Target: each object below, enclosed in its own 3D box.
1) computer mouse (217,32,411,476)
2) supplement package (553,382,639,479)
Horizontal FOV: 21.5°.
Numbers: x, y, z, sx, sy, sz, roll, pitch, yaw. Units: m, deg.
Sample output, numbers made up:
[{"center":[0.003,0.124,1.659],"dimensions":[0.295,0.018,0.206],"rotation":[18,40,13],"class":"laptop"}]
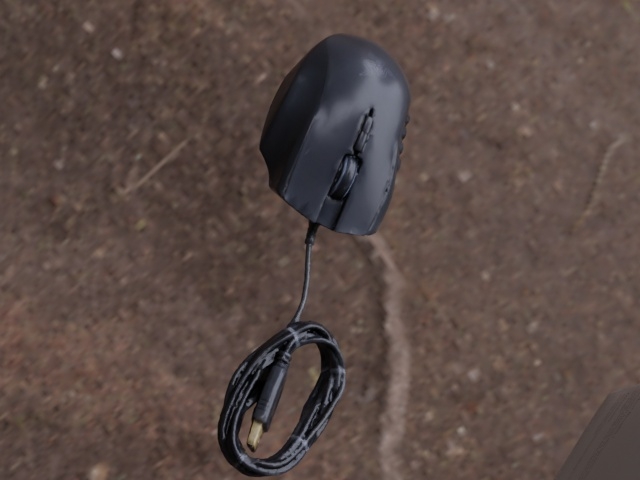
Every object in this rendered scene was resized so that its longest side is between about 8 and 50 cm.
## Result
[{"center":[0.000,0.000,0.815],"dimensions":[0.071,0.041,0.242],"rotation":[23,63,-23],"class":"computer mouse"},{"center":[0.195,0.139,0.878],"dimensions":[0.105,0.179,0.105],"rotation":[36,76,-1],"class":"supplement package"}]
